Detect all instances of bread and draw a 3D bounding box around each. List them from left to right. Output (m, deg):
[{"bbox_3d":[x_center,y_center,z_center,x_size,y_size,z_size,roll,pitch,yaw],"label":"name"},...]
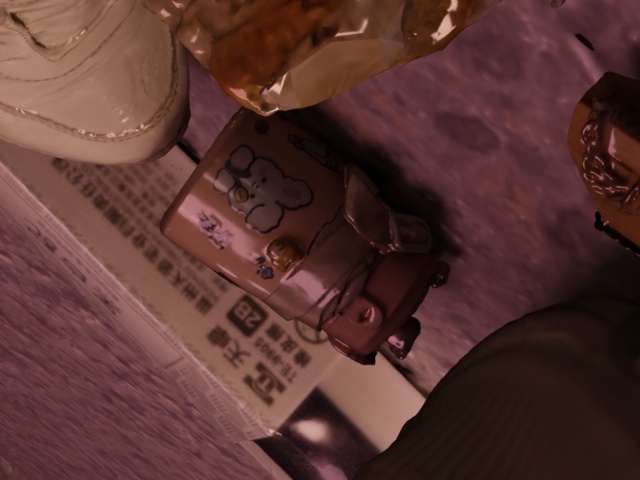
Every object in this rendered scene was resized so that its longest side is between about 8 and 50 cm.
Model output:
[{"bbox_3d":[-0.003,-0.123,0.414,0.147,0.152,0.127,40,156,28],"label":"bread"}]

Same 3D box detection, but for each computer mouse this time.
[{"bbox_3d":[0.168,0.107,0.510,0.228,0.145,0.429,31,169,-18],"label":"computer mouse"}]

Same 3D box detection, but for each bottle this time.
[{"bbox_3d":[0.000,0.000,0.682,0.152,0.099,0.099,36,156,-2],"label":"bottle"}]

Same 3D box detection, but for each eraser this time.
[{"bbox_3d":[-0.096,0.014,0.834,0.404,0.098,0.096,46,157,-7],"label":"eraser"}]

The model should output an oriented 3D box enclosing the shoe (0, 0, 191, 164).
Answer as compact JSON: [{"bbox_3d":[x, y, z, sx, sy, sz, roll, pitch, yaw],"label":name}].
[{"bbox_3d":[-0.145,-0.129,0.542,0.210,0.132,0.342,38,170,48],"label":"shoe"}]

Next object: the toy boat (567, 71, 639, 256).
[{"bbox_3d":[0.182,-0.003,0.438,0.206,0.064,0.072,28,134,22],"label":"toy boat"}]
